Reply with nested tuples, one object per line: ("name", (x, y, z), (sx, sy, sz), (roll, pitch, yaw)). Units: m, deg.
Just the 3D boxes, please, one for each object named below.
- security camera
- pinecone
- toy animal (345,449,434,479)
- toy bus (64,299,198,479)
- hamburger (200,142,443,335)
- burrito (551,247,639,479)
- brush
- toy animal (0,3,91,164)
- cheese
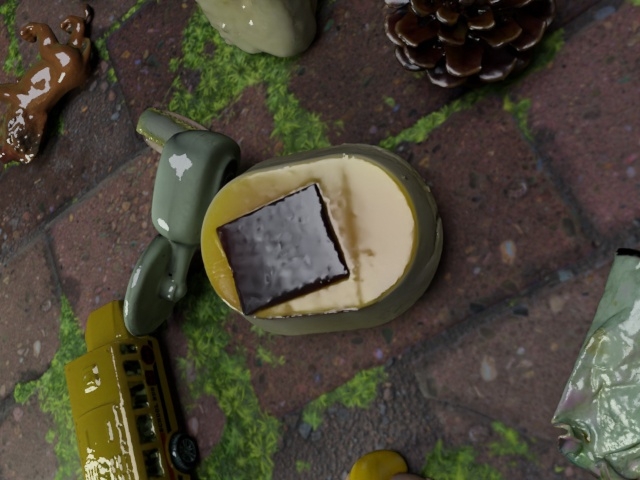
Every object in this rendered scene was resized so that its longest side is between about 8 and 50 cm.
("security camera", (-0.184, -0.001, 0.837), (0.080, 0.157, 0.301), (20, 105, 8))
("pinecone", (0.163, -0.275, 0.698), (0.208, 0.208, 0.207), (-5, 78, 27))
("toy animal", (0.076, 0.294, 0.708), (0.114, 0.091, 0.081), (20, 110, 0))
("toy bus", (-0.269, 0.246, 0.863), (0.121, 0.123, 0.335), (-27, 69, 21))
("hamburger", (0.000, 0.000, 0.758), (0.296, 0.151, 0.226), (-6, 85, 18))
("burrito", (0.318, 0.131, 0.600), (0.144, 0.089, 0.228), (25, 92, 43))
("brush", (-0.165, -0.126, 0.915), (0.313, 0.067, 0.072), (29, 94, 27))
("toy animal", (-0.492, -0.272, 1.107), (0.312, 0.097, 0.157), (-46, 76, 10))
("cheese", (-0.091, -0.418, 0.834), (0.174, 0.248, 0.251), (15, 82, 28))
